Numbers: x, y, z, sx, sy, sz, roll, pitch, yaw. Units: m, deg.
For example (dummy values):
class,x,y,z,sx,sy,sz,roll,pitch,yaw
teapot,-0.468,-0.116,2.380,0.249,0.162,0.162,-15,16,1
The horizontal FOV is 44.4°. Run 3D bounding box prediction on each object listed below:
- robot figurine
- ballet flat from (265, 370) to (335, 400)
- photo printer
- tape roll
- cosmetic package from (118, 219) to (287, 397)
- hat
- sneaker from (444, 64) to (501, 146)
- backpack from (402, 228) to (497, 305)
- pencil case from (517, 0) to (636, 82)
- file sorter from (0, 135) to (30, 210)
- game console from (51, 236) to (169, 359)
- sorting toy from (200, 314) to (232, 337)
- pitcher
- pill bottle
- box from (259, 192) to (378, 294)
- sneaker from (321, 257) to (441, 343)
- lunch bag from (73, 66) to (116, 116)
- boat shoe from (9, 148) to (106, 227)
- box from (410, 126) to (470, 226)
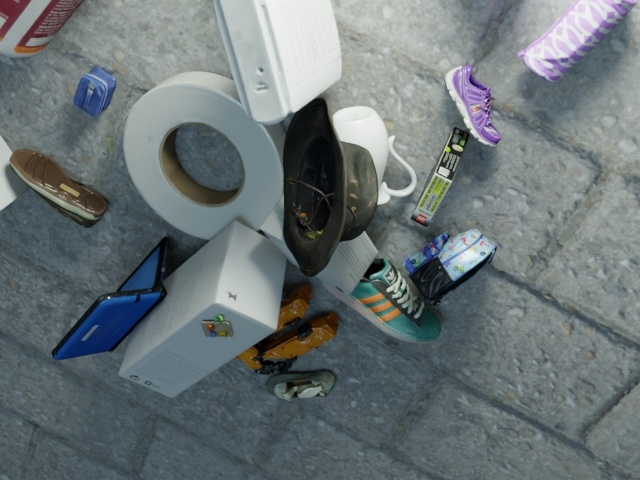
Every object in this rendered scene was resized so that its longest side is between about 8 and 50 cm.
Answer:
class,x,y,z,sx,sy,sz,roll,pitch,yaw
robot figurine,-0.107,0.226,1.933,0.291,0.085,0.211,-28,115,32
ballet flat,-0.063,0.381,2.032,0.213,0.068,0.072,-14,115,28
photo printer,-0.060,-0.370,1.399,0.107,0.307,0.256,-5,113,25
tape roll,-0.253,-0.180,1.743,0.392,0.072,0.392,10,124,15
cosmetic package,-0.279,0.172,1.836,0.161,0.230,0.453,30,137,-25
hat,0.032,-0.097,1.470,0.133,0.331,0.331,1,129,-21
sneaker,0.301,-0.255,1.490,0.071,0.068,0.170,-25,109,26
backpack,0.276,0.037,1.635,0.173,0.158,0.117,-39,84,21
pencil case,0.442,-0.367,1.349,0.088,0.086,0.206,30,127,-15
file sorter,-0.882,-0.127,1.890,0.173,0.278,0.193,-17,114,31
game console,-0.507,0.137,1.900,0.293,0.250,0.173,-43,65,35
sorting toy,-0.220,0.181,1.646,0.062,0.012,0.083,2,142,5
pitcher,0.104,-0.167,1.598,0.177,0.125,0.207,-14,120,-8
pill bottle,-0.538,-0.555,1.517,0.392,0.224,0.224,-34,105,34
box,0.000,0.000,1.653,0.182,0.119,0.181,28,167,30
sneaker,0.149,0.119,1.758,0.302,0.108,0.121,31,131,2
lunch bag,-0.506,-0.327,1.749,0.067,0.065,0.098,31,126,0
boat shoe,-0.655,-0.117,1.925,0.257,0.095,0.095,37,132,-5
box,0.232,-0.126,1.510,0.036,0.207,0.114,27,128,3
